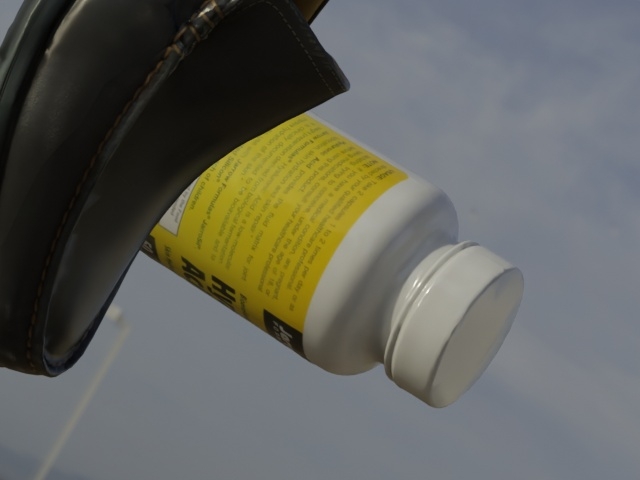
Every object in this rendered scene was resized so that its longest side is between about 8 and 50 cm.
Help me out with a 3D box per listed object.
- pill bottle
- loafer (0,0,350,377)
[{"bbox_3d":[0.000,0.000,0.579,0.116,0.065,0.065,31,-9,23],"label":"pill bottle"},{"bbox_3d":[-0.022,-0.044,0.406,0.061,0.170,0.062,25,3,12],"label":"loafer"}]
